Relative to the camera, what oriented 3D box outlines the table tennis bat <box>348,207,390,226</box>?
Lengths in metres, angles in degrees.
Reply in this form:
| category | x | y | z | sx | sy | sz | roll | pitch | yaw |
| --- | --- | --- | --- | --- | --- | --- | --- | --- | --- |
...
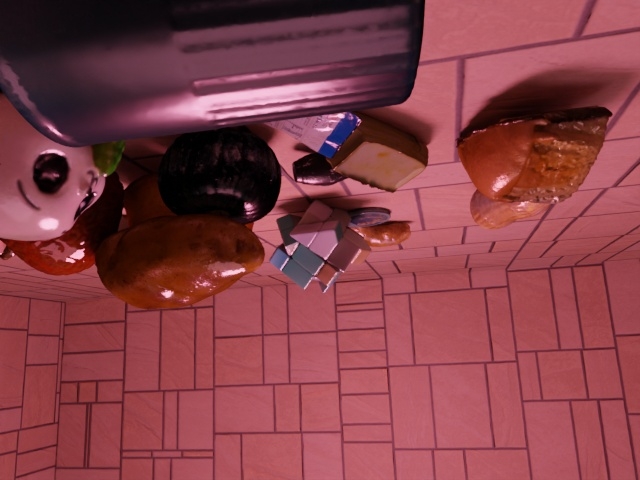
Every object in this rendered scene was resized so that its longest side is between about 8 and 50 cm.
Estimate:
| category | x | y | z | sx | sy | sz | roll | pitch | yaw |
| --- | --- | --- | --- | --- | --- | --- | --- | --- | --- |
| table tennis bat | 0.098 | -0.060 | 1.614 | 0.237 | 0.038 | 0.149 | -11 | 166 | 22 |

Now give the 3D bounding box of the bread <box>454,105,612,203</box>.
| category | x | y | z | sx | sy | sz | roll | pitch | yaw |
| --- | --- | --- | --- | --- | --- | --- | --- | --- | --- |
| bread | 0.362 | -0.149 | 0.958 | 0.204 | 0.162 | 0.262 | 1 | 176 | -6 |

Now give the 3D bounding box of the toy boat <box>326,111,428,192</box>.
| category | x | y | z | sx | sy | sz | roll | pitch | yaw |
| --- | --- | --- | --- | --- | --- | --- | --- | --- | --- |
| toy boat | 0.115 | -0.160 | 1.002 | 0.276 | 0.084 | 0.111 | 12 | 141 | -45 |

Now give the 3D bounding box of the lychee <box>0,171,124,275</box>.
| category | x | y | z | sx | sy | sz | roll | pitch | yaw |
| --- | --- | --- | --- | --- | --- | --- | --- | --- | --- |
| lychee | -0.534 | -0.052 | 1.059 | 0.300 | 0.255 | 0.255 | -15 | 165 | 11 |

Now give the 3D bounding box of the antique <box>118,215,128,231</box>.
| category | x | y | z | sx | sy | sz | roll | pitch | yaw |
| --- | --- | --- | --- | --- | --- | --- | --- | --- | --- |
| antique | -0.524 | 0.010 | 1.604 | 0.125 | 0.150 | 0.284 | -9 | 158 | 31 |

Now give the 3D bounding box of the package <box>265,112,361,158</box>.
| category | x | y | z | sx | sy | sz | roll | pitch | yaw |
| --- | --- | --- | --- | --- | --- | --- | --- | --- | --- |
| package | -0.035 | -0.197 | 0.842 | 0.173 | 0.027 | 0.171 | 25 | 162 | -9 |

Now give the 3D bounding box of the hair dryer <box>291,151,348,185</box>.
| category | x | y | z | sx | sy | sz | roll | pitch | yaw |
| --- | --- | --- | --- | --- | --- | --- | --- | --- | --- |
| hair dryer | 0.022 | -0.151 | 1.164 | 0.196 | 0.075 | 0.219 | -9 | 180 | -13 |

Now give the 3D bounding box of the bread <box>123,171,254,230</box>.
| category | x | y | z | sx | sy | sz | roll | pitch | yaw |
| --- | --- | --- | --- | --- | --- | --- | --- | --- | --- |
| bread | -0.303 | -0.057 | 1.217 | 0.312 | 0.172 | 0.312 | -5 | 166 | -1 |

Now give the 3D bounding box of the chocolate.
| category | x | y | z | sx | sy | sz | roll | pitch | yaw |
| --- | --- | --- | --- | --- | --- | --- | --- | --- | --- |
| chocolate | 0.457 | -0.108 | 1.261 | 0.134 | 0.134 | 0.309 | 0 | 172 | -12 |

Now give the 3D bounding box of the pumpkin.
| category | x | y | z | sx | sy | sz | roll | pitch | yaw |
| --- | --- | --- | --- | --- | --- | --- | --- | --- | --- |
| pumpkin | -0.190 | -0.115 | 1.001 | 0.233 | 0.163 | 0.233 | -3 | 164 | -1 |

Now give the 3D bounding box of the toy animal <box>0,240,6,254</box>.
| category | x | y | z | sx | sy | sz | roll | pitch | yaw |
| --- | --- | --- | --- | --- | --- | --- | --- | --- | --- |
| toy animal | -0.642 | -0.051 | 1.246 | 0.250 | 0.166 | 0.154 | 7 | 136 | -47 |

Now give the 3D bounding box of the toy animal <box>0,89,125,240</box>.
| category | x | y | z | sx | sy | sz | roll | pitch | yaw |
| --- | --- | --- | --- | --- | --- | --- | --- | --- | --- |
| toy animal | -0.352 | -0.134 | 0.658 | 0.213 | 0.266 | 0.212 | -6 | 165 | -2 |

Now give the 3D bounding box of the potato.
| category | x | y | z | sx | sy | sz | roll | pitch | yaw |
| --- | --- | --- | --- | --- | --- | --- | --- | --- | --- |
| potato | -0.270 | 0.041 | 0.993 | 0.369 | 0.195 | 0.176 | -14 | -163 | 33 |

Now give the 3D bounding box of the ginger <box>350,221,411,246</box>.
| category | x | y | z | sx | sy | sz | roll | pitch | yaw |
| --- | --- | --- | --- | --- | --- | --- | --- | --- | --- |
| ginger | 0.187 | -0.015 | 1.731 | 0.206 | 0.081 | 0.115 | 6 | 135 | -3 |

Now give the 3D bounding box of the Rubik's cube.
| category | x | y | z | sx | sy | sz | roll | pitch | yaw |
| --- | --- | --- | --- | --- | --- | --- | --- | --- | --- |
| Rubik's cube | 0.000 | 0.000 | 1.480 | 0.213 | 0.265 | 0.224 | -56 | 173 | 30 |

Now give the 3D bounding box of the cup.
| category | x | y | z | sx | sy | sz | roll | pitch | yaw |
| --- | --- | --- | --- | --- | --- | --- | --- | --- | --- |
| cup | -0.075 | -0.202 | 0.449 | 0.292 | 0.242 | 0.308 | -6 | 165 | 4 |
